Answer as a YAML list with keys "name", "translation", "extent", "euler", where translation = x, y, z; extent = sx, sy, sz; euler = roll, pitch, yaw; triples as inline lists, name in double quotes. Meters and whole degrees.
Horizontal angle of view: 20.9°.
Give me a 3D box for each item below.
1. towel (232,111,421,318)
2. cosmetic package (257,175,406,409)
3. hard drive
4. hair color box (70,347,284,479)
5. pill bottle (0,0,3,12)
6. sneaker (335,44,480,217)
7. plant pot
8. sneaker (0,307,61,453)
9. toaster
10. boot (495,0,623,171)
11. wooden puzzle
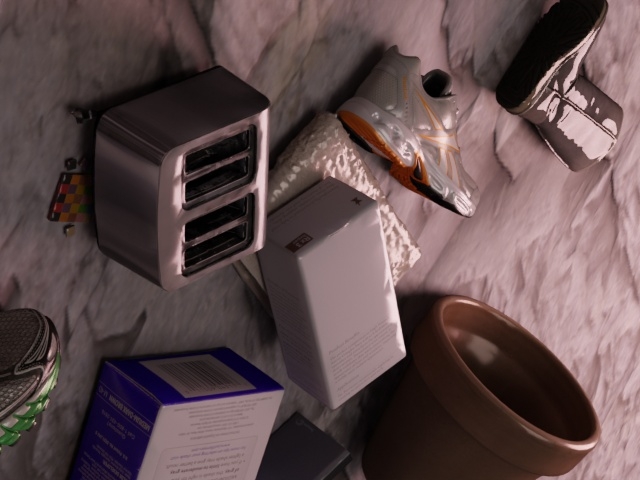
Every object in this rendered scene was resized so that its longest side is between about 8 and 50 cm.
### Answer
- name: "towel"
  translation: [0.000, 0.000, 1.909]
  extent: [0.187, 0.049, 0.282]
  euler: [-48, 140, -13]
- name: "cosmetic package"
  translation: [0.012, 0.057, 1.857]
  extent: [0.117, 0.085, 0.231]
  euler: [-34, 134, -26]
- name: "hard drive"
  translation: [-0.042, 0.271, 2.015]
  extent: [0.135, 0.094, 0.022]
  euler: [-41, 140, -19]
- name: "hair color box"
  translation: [-0.180, 0.291, 1.875]
  extent: [0.185, 0.110, 0.339]
  euler: [-2, 115, -47]
- name: "pill bottle"
  translation: [-0.354, -0.120, 1.342]
  extent: [0.181, 0.181, 0.323]
  euler: [-4, 119, -45]
- name: "sneaker"
  translation: [0.125, -0.119, 1.922]
  extent: [0.121, 0.099, 0.262]
  euler: [-58, 143, -6]
- name: "plant pot"
  translation: [0.174, 0.233, 2.130]
  extent: [0.263, 0.263, 0.229]
  euler: [11, 126, -49]
- name: "sneaker"
  translation: [-0.380, 0.135, 1.532]
  extent: [0.343, 0.134, 0.146]
  euler: [-24, 131, -34]
- name: "toaster"
  translation: [-0.135, -0.060, 1.665]
  extent: [0.185, 0.110, 0.168]
  euler: [-25, 131, -38]
- name: "boot"
  translation: [0.318, -0.188, 2.090]
  extent: [0.190, 0.076, 0.208]
  euler: [-49, 136, 13]
- name: "wooden puzzle"
  translation: [-0.235, -0.042, 1.663]
  extent: [0.049, 0.006, 0.083]
  euler: [2, 114, -47]
